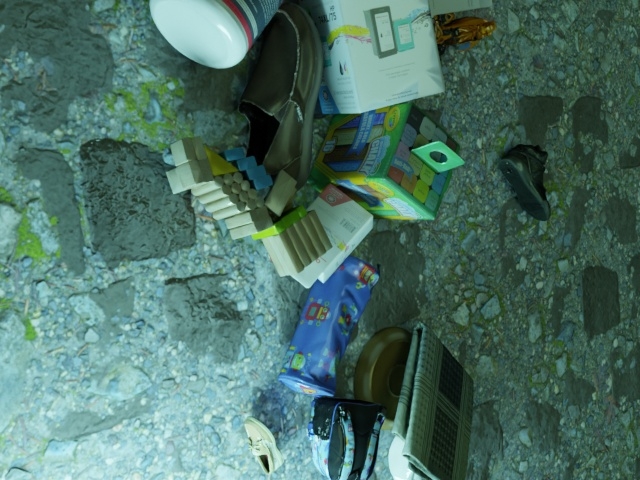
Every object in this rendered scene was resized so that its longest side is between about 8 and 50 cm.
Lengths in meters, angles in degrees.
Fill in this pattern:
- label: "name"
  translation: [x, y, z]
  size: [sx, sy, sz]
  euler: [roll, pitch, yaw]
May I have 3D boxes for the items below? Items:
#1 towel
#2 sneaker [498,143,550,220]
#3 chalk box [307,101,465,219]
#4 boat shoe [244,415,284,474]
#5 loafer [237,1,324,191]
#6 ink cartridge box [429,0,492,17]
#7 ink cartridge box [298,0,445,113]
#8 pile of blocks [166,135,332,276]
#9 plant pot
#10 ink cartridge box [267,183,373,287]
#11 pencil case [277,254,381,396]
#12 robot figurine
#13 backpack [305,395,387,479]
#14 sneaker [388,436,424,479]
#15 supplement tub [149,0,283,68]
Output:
- label: "towel"
  translation: [0.264, 0.398, 1.957]
  size: [0.312, 0.056, 0.324]
  euler: [48, 43, -43]
- label: "sneaker"
  translation: [0.563, -0.162, 2.243]
  size: [0.130, 0.087, 0.227]
  euler: [-47, 115, -23]
- label: "chalk box"
  translation: [0.152, -0.155, 1.737]
  size: [0.180, 0.289, 0.179]
  euler: [34, 70, -37]
- label: "boat shoe"
  translation: [-0.115, 0.404, 1.677]
  size: [0.045, 0.050, 0.135]
  euler: [-47, 121, -37]
- label: "loafer"
  translation: [-0.083, -0.273, 1.627]
  size: [0.130, 0.134, 0.365]
  euler: [0, 92, -42]
- label: "ink cartridge box"
  translation: [0.216, -0.622, 1.824]
  size: [0.261, 0.066, 0.296]
  euler: [-8, 100, 3]
- label: "ink cartridge box"
  translation: [0.097, -0.407, 1.710]
  size: [0.197, 0.198, 0.270]
  euler: [-17, 103, -19]
- label: "pile of blocks"
  translation: [-0.140, -0.073, 1.588]
  size: [0.362, 0.113, 0.149]
  euler: [42, 58, -25]
- label: "plant pot"
  translation: [0.170, 0.315, 1.943]
  size: [0.236, 0.032, 0.236]
  euler: [-3, 94, -42]
- label: "ink cartridge box"
  translation: [0.000, 0.000, 1.704]
  size: [0.198, 0.115, 0.067]
  euler: [-47, 165, -14]
- label: "pencil case"
  translation: [0.019, 0.171, 1.746]
  size: [0.133, 0.119, 0.306]
  euler: [43, 63, -49]
- label: "robot figurine"
  translation: [0.285, -0.519, 1.982]
  size: [0.291, 0.085, 0.211]
  euler: [-26, 108, -38]
- label: "backpack"
  translation: [0.048, 0.418, 1.779]
  size: [0.158, 0.117, 0.173]
  euler: [12, 83, -42]
- label: "sneaker"
  translation: [0.208, 0.530, 1.969]
  size: [0.094, 0.080, 0.212]
  euler: [5, 90, -58]
- label: "supplement tub"
  translation: [-0.158, -0.460, 1.515]
  size: [0.191, 0.191, 0.272]
  euler: [47, 62, -33]
